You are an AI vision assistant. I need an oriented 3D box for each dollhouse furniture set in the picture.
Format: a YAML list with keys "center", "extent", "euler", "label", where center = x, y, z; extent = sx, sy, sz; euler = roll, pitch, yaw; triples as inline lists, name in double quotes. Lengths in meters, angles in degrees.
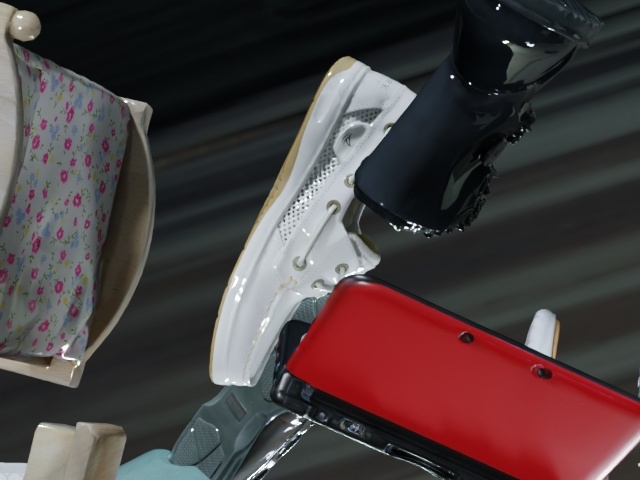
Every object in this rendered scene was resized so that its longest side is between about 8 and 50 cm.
- center: [-0.070, 0.036, 0.806]
  extent: [0.303, 0.174, 0.355]
  euler: [27, -104, -74]
  label: "dollhouse furniture set"

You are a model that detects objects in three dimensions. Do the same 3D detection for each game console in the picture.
- center: [0.060, 0.057, 0.803]
  extent: [0.085, 0.144, 0.124]
  euler: [-63, 6, 17]
  label: "game console"

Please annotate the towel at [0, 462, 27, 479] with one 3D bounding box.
- center: [-0.294, 0.307, 1.711]
  extent: [0.317, 0.332, 0.053]
  euler: [-118, 40, -57]
  label: "towel"

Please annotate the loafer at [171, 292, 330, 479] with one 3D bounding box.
- center: [-0.038, 0.147, 1.731]
  extent: [0.084, 0.267, 0.096]
  euler: [17, -146, -46]
  label: "loafer"

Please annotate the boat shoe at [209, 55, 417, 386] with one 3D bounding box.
- center: [0.000, 0.000, 1.425]
  extent: [0.098, 0.096, 0.277]
  euler: [-28, -38, -79]
  label: "boat shoe"

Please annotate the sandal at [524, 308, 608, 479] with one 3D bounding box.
- center: [0.163, 0.144, 1.260]
  extent: [0.265, 0.076, 0.102]
  euler: [-70, -8, -50]
  label: "sandal"

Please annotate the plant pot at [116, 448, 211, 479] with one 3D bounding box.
- center: [-0.187, 0.341, 1.322]
  extent: [0.341, 0.334, 0.341]
  euler: [45, 154, 29]
  label: "plant pot"

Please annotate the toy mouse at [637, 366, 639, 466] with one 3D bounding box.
- center: [0.264, 0.102, 1.218]
  extent: [0.161, 0.143, 0.031]
  euler: [49, 159, 22]
  label: "toy mouse"

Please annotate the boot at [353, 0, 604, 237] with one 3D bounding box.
- center: [0.102, -0.095, 1.288]
  extent: [0.094, 0.207, 0.246]
  euler: [38, -169, 11]
  label: "boot"
